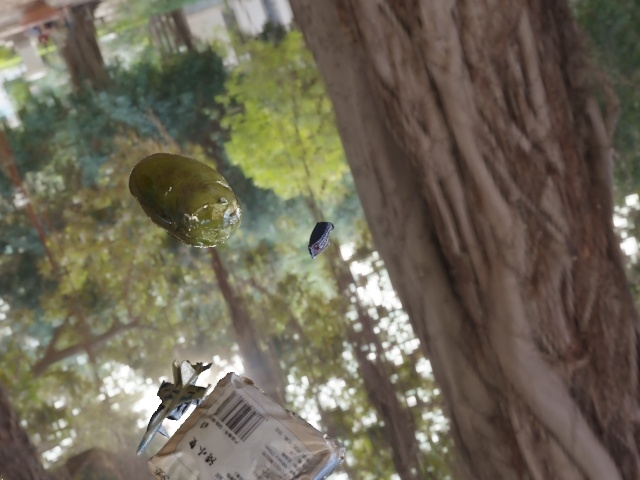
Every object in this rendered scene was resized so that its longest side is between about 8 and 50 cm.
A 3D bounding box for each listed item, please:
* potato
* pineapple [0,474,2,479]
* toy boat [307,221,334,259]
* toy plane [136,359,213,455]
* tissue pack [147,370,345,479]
[{"bbox_3d":[-0.269,-0.079,2.104,0.248,0.169,0.143,30,-152,17],"label":"potato"},{"bbox_3d":[-0.418,0.209,1.083,0.119,0.237,0.111,-37,177,19],"label":"pineapple"},{"bbox_3d":[0.000,0.000,1.878,0.038,0.038,0.083,-8,-138,39],"label":"toy boat"},{"bbox_3d":[-0.338,0.385,2.441,0.192,0.088,0.262,-3,-125,48],"label":"toy plane"},{"bbox_3d":[-0.187,0.545,2.633,0.390,0.375,0.195,-46,164,-14],"label":"tissue pack"}]
